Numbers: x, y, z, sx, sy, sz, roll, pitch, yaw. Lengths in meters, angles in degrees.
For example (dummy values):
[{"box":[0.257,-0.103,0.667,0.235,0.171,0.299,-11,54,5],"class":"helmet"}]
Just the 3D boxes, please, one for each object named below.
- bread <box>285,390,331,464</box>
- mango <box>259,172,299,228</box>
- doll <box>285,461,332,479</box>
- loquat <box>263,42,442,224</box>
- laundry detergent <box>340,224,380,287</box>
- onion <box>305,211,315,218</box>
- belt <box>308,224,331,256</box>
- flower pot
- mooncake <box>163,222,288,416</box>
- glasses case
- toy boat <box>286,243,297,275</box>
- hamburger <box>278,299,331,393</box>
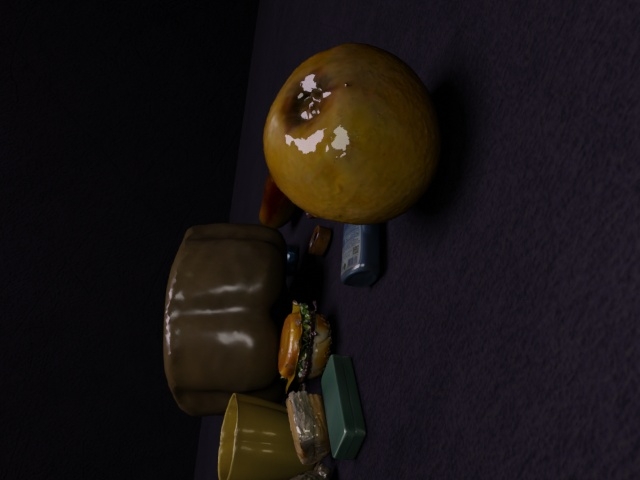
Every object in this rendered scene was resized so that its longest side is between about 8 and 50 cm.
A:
[{"box":[-0.014,0.346,1.289,0.125,0.082,0.106,85,165,-46],"class":"bread"},{"box":[-0.103,-0.128,1.897,0.268,0.111,0.133,119,140,-50],"class":"mango"},{"box":[-0.043,0.510,1.335,0.203,0.091,0.286,-53,-12,-9],"class":"doll"},{"box":[0.050,-0.146,1.036,0.275,0.274,0.275,-171,90,-76],"class":"loquat"},{"box":[0.074,-0.025,1.247,0.097,0.061,0.207,123,153,-63],"class":"laundry detergent"},{"box":[0.045,-0.177,1.396,0.247,0.111,0.250,-54,-32,-70],"class":"onion"},{"box":[0.000,0.000,1.575,0.083,0.036,0.059,118,163,-51],"class":"belt"},{"box":[-0.108,0.423,1.434,0.195,0.179,0.195,-169,90,-76],"class":"flower pot"},{"box":[-0.208,0.191,1.679,0.467,0.262,0.468,0,-90,-89],"class":"mooncake"},{"box":[0.038,0.291,1.231,0.184,0.039,0.078,-101,25,-54],"class":"glasses case"},{"box":[-0.131,0.048,1.925,0.215,0.102,0.089,164,117,-75],"class":"toy boat"},{"box":[-0.032,0.222,1.441,0.164,0.093,0.190,-93,19,-47],"class":"hamburger"}]
